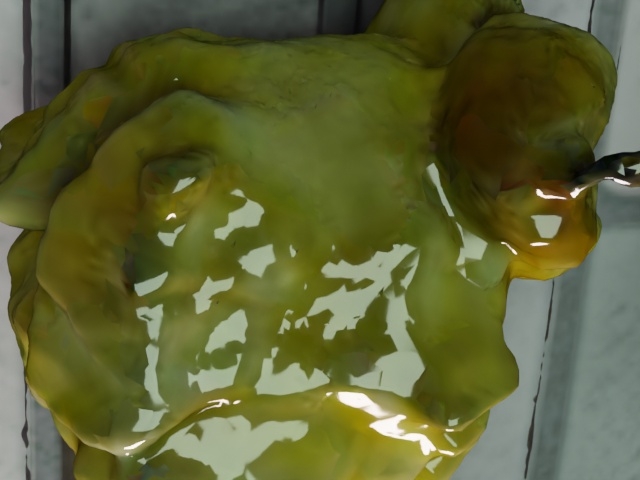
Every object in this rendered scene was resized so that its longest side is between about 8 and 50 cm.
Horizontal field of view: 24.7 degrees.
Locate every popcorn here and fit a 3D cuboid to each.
[{"bbox_3d":[0.002,0.010,0.450,0.195,0.173,0.168,-18,83,-7],"label":"popcorn"}]
